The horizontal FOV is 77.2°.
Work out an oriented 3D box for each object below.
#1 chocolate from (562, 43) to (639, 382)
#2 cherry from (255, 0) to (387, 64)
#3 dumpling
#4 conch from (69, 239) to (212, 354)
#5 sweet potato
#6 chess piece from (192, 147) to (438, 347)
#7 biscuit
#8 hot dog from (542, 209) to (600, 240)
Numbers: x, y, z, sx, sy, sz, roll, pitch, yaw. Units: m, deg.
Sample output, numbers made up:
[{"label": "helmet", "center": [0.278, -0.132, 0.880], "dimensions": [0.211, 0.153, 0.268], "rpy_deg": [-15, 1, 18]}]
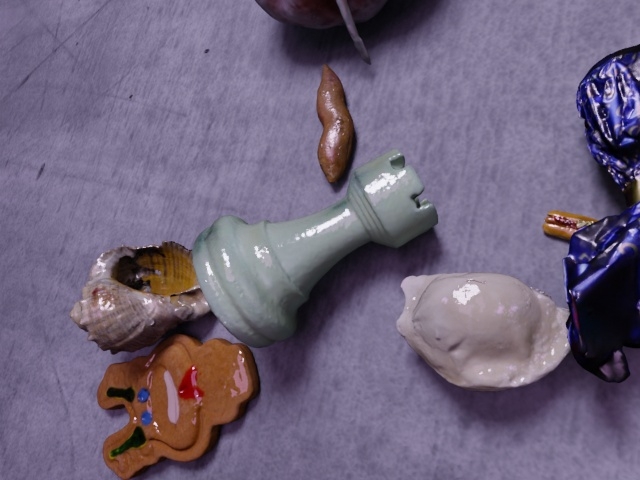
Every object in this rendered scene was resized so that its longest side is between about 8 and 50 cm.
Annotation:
[{"label": "chocolate", "center": [0.324, -0.028, 0.402], "dimensions": [0.126, 0.148, 0.343], "rpy_deg": [-16, 54, 63]}, {"label": "cherry", "center": [0.012, -0.505, 0.626], "dimensions": [0.326, 0.291, 0.334], "rpy_deg": [-40, 44, 22]}, {"label": "dumpling", "center": [0.179, 0.103, 0.465], "dimensions": [0.199, 0.118, 0.136], "rpy_deg": [16, 81, 33]}, {"label": "conch", "center": [-0.286, 0.090, 0.675], "dimensions": [0.245, 0.163, 0.178], "rpy_deg": [-8, 89, -7]}, {"label": "sweet potato", "center": [0.023, -0.198, 0.655], "dimensions": [0.065, 0.051, 0.218], "rpy_deg": [-9, 73, 26]}, {"label": "chess piece", "center": [0.000, 0.000, 0.551], "dimensions": [0.299, 0.194, 0.194], "rpy_deg": [-30, 66, 7]}, {"label": "biscuit", "center": [-0.251, 0.264, 0.667], "dimensions": [0.334, 0.047, 0.202], "rpy_deg": [-24, 67, 17]}, {"label": "hot dog", "center": [0.315, -0.013, 0.485], "dimensions": [0.083, 0.021, 0.037], "rpy_deg": [19, 86, 29]}]
